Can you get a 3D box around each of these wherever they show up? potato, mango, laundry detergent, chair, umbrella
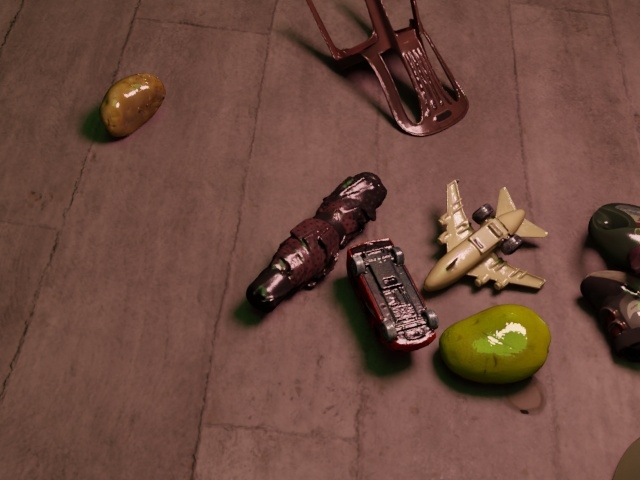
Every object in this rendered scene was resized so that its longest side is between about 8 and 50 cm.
[{"bbox_3d":[-0.334,-0.241,1.532,0.070,0.091,0.138,27,53,30],"label":"potato"},{"bbox_3d":[0.262,0.159,1.293,0.163,0.089,0.117,-22,64,-9],"label":"mango"},{"bbox_3d":[0.496,0.004,1.390,0.144,0.078,0.222,22,23,14],"label":"laundry detergent"},{"bbox_3d":[0.133,-0.359,1.675,0.176,0.183,0.326,-29,105,-28],"label":"chair"},{"bbox_3d":[0.000,0.000,1.381,0.094,0.090,0.326,32,55,14],"label":"umbrella"}]

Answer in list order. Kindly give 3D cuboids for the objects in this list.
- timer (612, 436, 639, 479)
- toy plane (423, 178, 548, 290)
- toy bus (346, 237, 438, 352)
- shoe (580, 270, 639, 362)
[{"bbox_3d":[0.550,0.290,1.071,0.291,0.315,0.290,3,50,-4],"label":"timer"},{"bbox_3d":[0.257,0.008,1.408,0.244,0.092,0.229,-33,76,-32],"label":"toy plane"},{"bbox_3d":[0.103,0.092,1.317,0.081,0.089,0.195,-13,53,-17],"label":"toy bus"},{"bbox_3d":[0.493,0.136,1.335,0.227,0.099,0.112,29,66,20],"label":"shoe"}]
